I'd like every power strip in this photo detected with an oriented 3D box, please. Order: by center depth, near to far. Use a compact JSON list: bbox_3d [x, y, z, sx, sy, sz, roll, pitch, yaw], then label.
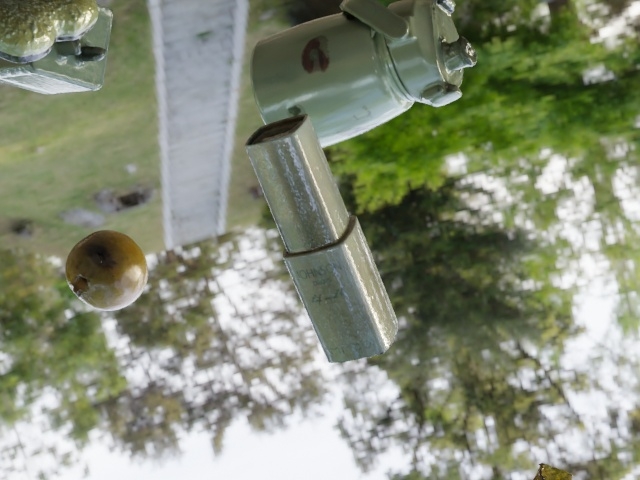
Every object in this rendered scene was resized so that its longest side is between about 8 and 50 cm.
[{"bbox_3d":[-0.417,-0.314,1.730,0.224,0.140,0.139,3,173,45],"label":"power strip"}]

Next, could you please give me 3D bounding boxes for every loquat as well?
[{"bbox_3d":[-0.389,0.054,2.007,0.163,0.137,0.163,8,-149,-5],"label":"loquat"}]

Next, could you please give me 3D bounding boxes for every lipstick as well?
[{"bbox_3d":[0.000,0.000,1.122,0.079,0.253,0.077,-14,-157,22],"label":"lipstick"}]

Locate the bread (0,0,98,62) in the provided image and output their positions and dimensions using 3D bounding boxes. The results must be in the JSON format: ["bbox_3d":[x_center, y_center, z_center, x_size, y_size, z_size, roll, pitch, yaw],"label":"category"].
[{"bbox_3d":[-0.448,-0.319,1.457,0.286,0.056,0.207,16,-135,-2],"label":"bread"}]

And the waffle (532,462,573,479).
[{"bbox_3d":[0.286,0.430,1.481,0.055,0.211,0.160,19,-164,4],"label":"waffle"}]

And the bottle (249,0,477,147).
[{"bbox_3d":[0.078,-0.293,1.786,0.351,0.229,0.229,-17,-169,27],"label":"bottle"}]
